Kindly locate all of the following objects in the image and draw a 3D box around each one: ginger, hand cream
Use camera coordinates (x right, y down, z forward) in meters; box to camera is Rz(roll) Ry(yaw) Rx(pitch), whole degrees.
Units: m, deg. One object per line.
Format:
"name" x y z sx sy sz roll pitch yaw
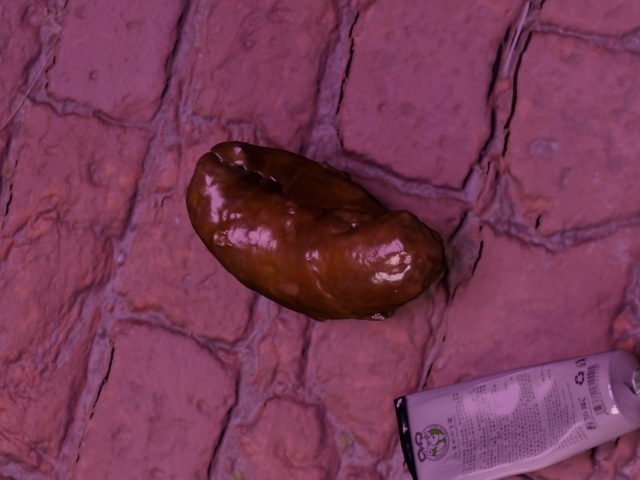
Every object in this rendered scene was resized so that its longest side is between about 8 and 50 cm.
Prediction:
"ginger" 0.000 0.000 1.935 0.321 0.172 0.165 20 55 27
"hand cream" 0.210 0.181 1.816 0.336 0.076 0.121 -22 66 38
